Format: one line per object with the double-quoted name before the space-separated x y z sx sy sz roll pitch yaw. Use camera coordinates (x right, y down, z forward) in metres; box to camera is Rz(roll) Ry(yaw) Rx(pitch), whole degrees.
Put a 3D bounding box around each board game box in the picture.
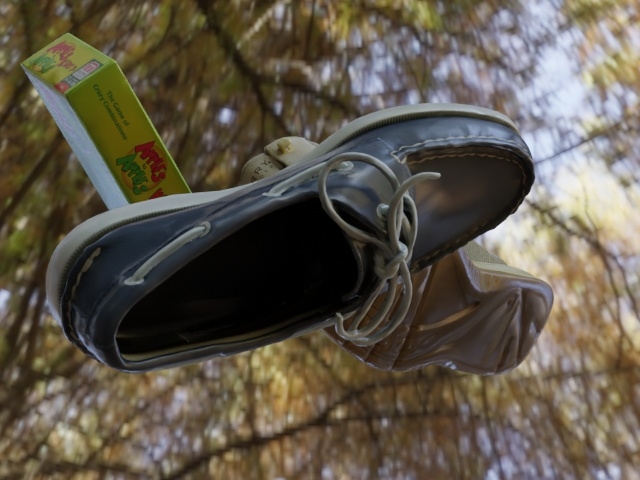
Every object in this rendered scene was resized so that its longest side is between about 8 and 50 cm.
"board game box" -0.137 -0.054 1.219 0.043 0.092 0.181 -36 -58 -13

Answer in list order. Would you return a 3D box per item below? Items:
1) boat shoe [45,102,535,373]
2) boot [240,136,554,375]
"boat shoe" 0.000 0.000 0.808 0.255 0.079 0.095 -14 -63 -24
"boot" 0.010 -0.003 1.093 0.203 0.262 0.095 33 -79 35
